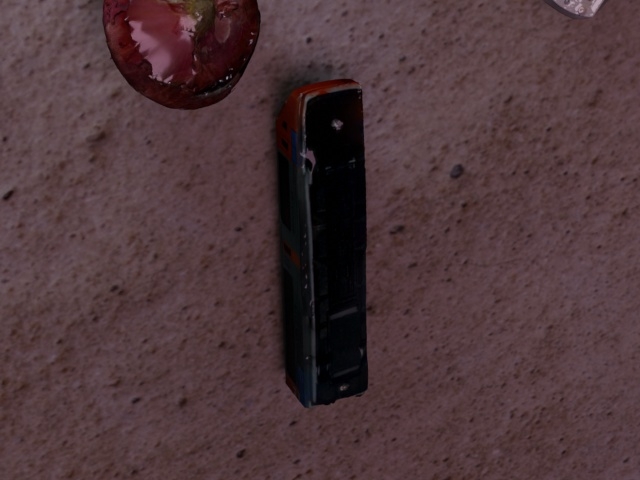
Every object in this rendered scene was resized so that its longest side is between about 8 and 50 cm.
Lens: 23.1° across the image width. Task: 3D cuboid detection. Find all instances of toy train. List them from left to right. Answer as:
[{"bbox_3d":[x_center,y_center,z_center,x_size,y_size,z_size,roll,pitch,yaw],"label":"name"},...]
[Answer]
[{"bbox_3d":[0.000,0.000,1.778,0.086,0.089,0.409,-15,122,-22],"label":"toy train"}]

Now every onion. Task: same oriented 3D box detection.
[{"bbox_3d":[-0.153,-0.221,1.588,0.184,0.147,0.184,6,82,-46],"label":"onion"}]

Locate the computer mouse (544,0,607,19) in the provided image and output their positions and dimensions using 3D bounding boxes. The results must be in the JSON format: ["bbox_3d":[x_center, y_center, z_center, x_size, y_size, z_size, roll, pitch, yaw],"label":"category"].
[{"bbox_3d":[0.310,-0.337,1.704,0.102,0.045,0.199,26,104,-21],"label":"computer mouse"}]
